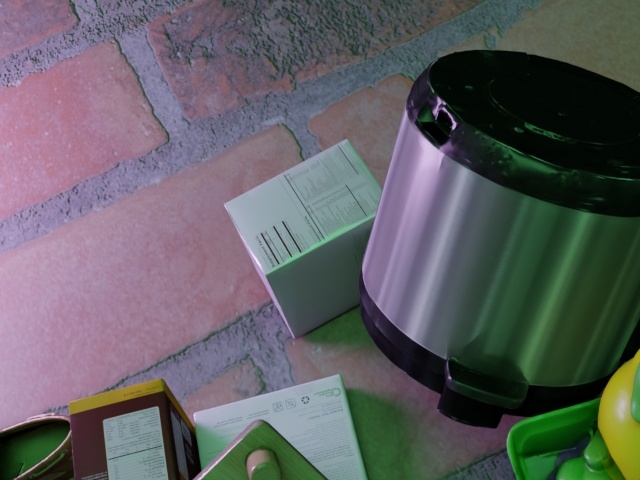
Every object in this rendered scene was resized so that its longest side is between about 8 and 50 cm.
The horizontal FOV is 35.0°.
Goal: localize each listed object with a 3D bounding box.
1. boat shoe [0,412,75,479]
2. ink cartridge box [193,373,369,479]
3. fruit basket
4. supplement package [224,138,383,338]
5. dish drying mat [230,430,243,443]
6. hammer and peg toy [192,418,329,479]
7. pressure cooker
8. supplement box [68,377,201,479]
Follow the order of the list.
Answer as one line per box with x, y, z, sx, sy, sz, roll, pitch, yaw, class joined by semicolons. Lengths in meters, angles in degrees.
-0.467;0.322;1.433;0.324;0.120;0.123;-24;57;-3;boat shoe
-0.051;0.314;1.387;0.223;0.045;0.224;-15;56;2;ink cartridge box
0.405;0.252;1.113;0.392;0.392;0.283;-16;74;2;fruit basket
0.000;0.000;1.480;0.203;0.194;0.149;-28;56;-6;supplement package
-0.123;0.298;1.378;0.032;0.008;0.083;35;71;27;dish drying mat
-0.039;0.415;1.173;0.266;0.127;0.361;-43;102;0;hammer and peg toy
0.241;0.012;1.279;0.369;0.420;0.375;-10;38;-35;pressure cooker
-0.232;0.321;1.337;0.129;0.191;0.194;-14;57;0;supplement box
